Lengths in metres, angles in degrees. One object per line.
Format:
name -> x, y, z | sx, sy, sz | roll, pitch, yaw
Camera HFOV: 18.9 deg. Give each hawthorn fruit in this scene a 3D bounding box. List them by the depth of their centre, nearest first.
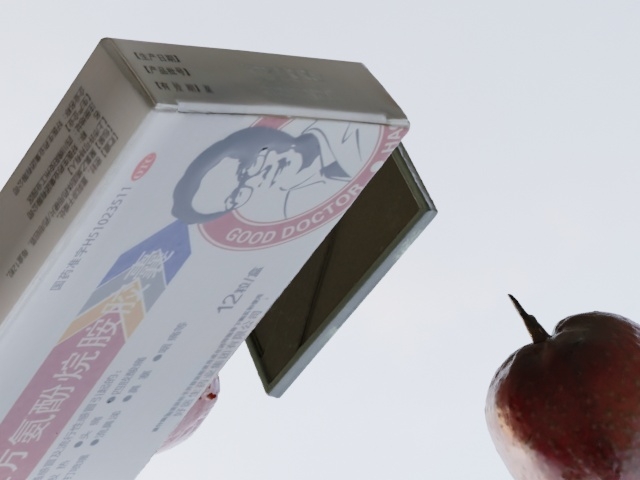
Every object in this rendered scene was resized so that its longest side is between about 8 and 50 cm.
hawthorn fruit -> 0.311, 0.186, 2.284 | 0.254, 0.300, 0.254 | -31, 170, -6

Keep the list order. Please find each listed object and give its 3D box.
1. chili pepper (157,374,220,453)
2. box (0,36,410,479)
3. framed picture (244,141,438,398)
chili pepper -> -0.261, 0.186, 2.083 | 0.305, 0.229, 0.251 | -15, 155, -36
box -> -0.123, 0.032, 1.151 | 0.214, 0.069, 0.353 | 0, 135, -49
framed picture -> 0.000, 0.000, 1.456 | 0.203, 0.015, 0.150 | -51, -139, 24
